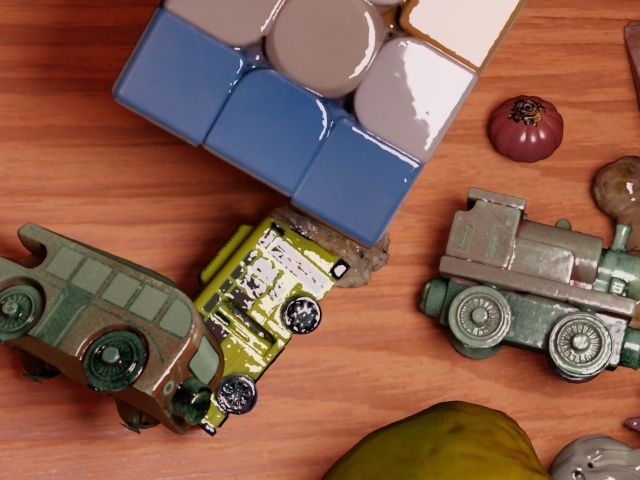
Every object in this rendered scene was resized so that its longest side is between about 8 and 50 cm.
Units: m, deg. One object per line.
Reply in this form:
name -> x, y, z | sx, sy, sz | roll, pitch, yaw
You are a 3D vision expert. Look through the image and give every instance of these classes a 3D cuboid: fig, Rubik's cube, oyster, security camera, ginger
fig -> 0.125, 0.363, 1.459 | 0.344, 0.343, 0.343 | 6, 74, -21
Rubik's cube -> -0.005, -0.237, 1.462 | 0.344, 0.346, 0.346 | 29, 96, -7
oyster -> 0.006, -0.006, 1.634 | 0.209, 0.072, 0.132 | 24, 71, -18
security camera -> 0.427, 0.326, 1.628 | 0.277, 0.191, 0.197 | -15, 48, 3
ginger -> 0.487, 0.024, 1.796 | 0.245, 0.155, 0.304 | 14, 63, -12

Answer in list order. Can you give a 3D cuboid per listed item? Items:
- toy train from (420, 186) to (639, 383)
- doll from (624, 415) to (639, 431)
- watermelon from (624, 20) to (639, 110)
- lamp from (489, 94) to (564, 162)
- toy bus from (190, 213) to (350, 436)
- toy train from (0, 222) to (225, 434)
toy train -> 0.294, 0.064, 1.650 | 0.305, 0.150, 0.221 | 15, 80, 10
doll -> 0.537, 0.272, 1.770 | 0.262, 0.093, 0.211 | -44, 102, -12
watermelon -> 0.603, -0.203, 1.921 | 0.283, 0.292, 0.250 | -32, 130, -3
lamp -> 0.297, -0.161, 1.785 | 0.108, 0.092, 0.107 | -2, 51, 3
toy bus -> -0.096, 0.094, 1.498 | 0.150, 0.128, 0.262 | 40, 81, -5
toy train -> -0.243, 0.101, 1.385 | 0.326, 0.129, 0.159 | 22, 69, 27
